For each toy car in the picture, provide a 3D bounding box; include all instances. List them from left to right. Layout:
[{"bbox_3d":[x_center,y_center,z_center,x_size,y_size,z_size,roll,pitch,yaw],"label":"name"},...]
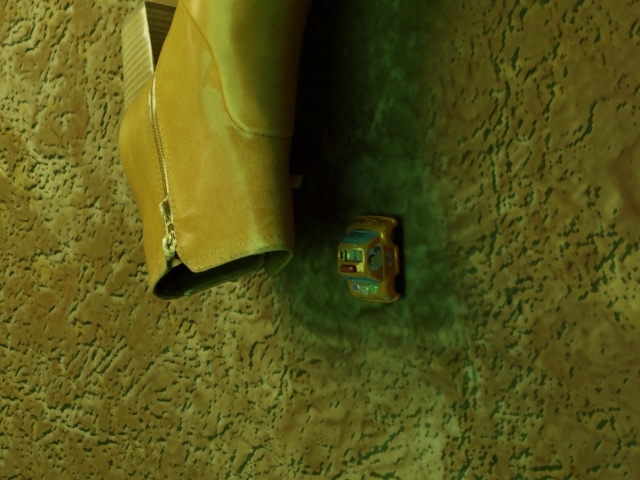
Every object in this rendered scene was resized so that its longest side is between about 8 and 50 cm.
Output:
[{"bbox_3d":[0.000,0.000,1.077,0.122,0.040,0.060,25,113,34],"label":"toy car"}]

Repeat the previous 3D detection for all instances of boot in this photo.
[{"bbox_3d":[-0.036,-0.094,1.024,0.295,0.104,0.211,-38,58,50],"label":"boot"}]
